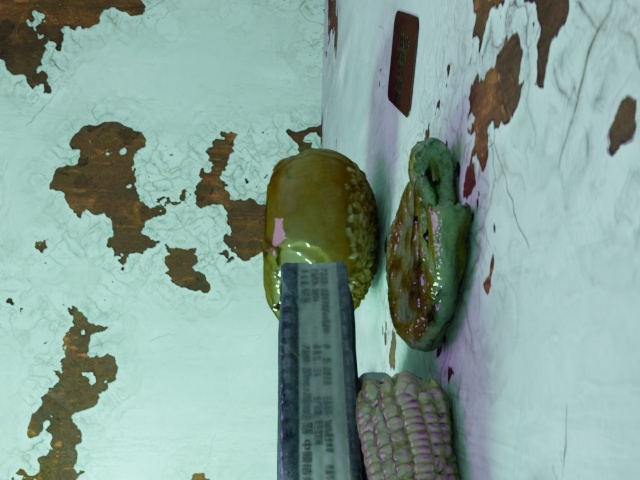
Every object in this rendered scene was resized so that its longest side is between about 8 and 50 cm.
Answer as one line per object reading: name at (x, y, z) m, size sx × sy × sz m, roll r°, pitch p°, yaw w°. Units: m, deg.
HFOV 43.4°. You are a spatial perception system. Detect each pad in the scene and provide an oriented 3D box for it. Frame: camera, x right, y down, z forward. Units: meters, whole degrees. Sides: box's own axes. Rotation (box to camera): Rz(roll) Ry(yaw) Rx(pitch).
pad at (0.154, -0.338, 1.524) m, size 0.267 × 0.004 × 0.181 m, roll -101°, pitch 15°, yaw -72°

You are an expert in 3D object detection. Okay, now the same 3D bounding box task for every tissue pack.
tissue pack at (-0.002, 0.268, 1.216) m, size 0.288 × 0.124 × 0.394 m, roll 86°, pitch -177°, yaw -55°

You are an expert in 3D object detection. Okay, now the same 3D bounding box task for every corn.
corn at (0.116, 0.318, 0.987) m, size 0.126 × 0.127 × 0.335 m, roll 98°, pitch 171°, yaw -50°

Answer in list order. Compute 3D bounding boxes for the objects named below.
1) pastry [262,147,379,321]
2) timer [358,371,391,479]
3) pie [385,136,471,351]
pastry at (0.000, 0.000, 1.731) m, size 0.409 × 0.245 × 0.409 m, roll -177°, pitch 90°, yaw -88°
timer at (0.098, 0.361, 1.346) m, size 0.262 × 0.087 × 0.237 m, roll 99°, pitch 171°, yaw -49°
pie at (0.144, 0.008, 1.112) m, size 0.302 × 0.067 × 0.302 m, roll -178°, pitch 90°, yaw -83°
